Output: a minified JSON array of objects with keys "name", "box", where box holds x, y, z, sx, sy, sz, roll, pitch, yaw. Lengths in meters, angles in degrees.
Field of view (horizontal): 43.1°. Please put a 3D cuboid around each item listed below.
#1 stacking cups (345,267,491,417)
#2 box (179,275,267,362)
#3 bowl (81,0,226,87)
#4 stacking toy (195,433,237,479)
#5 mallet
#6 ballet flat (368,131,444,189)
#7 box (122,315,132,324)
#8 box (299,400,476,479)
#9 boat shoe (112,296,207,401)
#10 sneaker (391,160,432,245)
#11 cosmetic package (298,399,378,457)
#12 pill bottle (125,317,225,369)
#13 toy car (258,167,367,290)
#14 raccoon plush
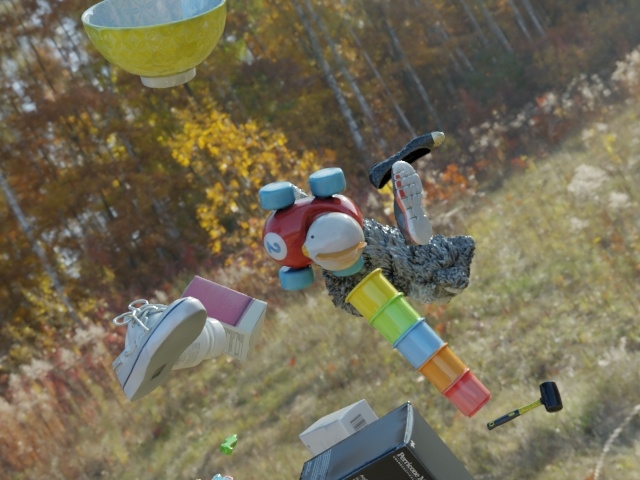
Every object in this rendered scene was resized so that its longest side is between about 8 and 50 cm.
[{"name":"stacking cups","box":[0.184,0.197,1.515,0.096,0.316,0.096,-41,-10,-9]},{"name":"box","box":[-0.287,0.226,2.332,0.148,0.232,0.127,104,-171,-47]},{"name":"bowl","box":[-0.327,-0.407,1.662,0.289,0.156,0.289,-5,33,3]},{"name":"stacking toy","box":[-0.229,0.553,1.764,0.221,0.052,0.167,-50,-27,-62]},{"name":"mallet","box":[0.433,0.356,1.738,0.039,0.062,0.190,25,-40,-34]},{"name":"ballet flat","box":[0.174,-0.158,1.605,0.173,0.049,0.057,-33,-31,11]},{"name":"box","box":[-0.505,0.233,2.333,0.081,0.028,0.136,12,-4,10]},{"name":"box","box":[0.119,0.368,1.052,0.184,0.261,0.103,-34,12,22]},{"name":"boat shoe","box":[-0.359,0.190,1.688,0.136,0.156,0.367,-28,-17,-39]},{"name":"sneaker","box":[0.148,-0.062,1.452,0.061,0.158,0.065,-6,-11,-34]},{"name":"cosmetic package","box":[0.130,0.589,1.978,0.097,0.377,0.284,-32,-5,-31]},{"name":"pill bottle","box":[-0.346,0.247,1.967,0.131,0.131,0.229,-31,-18,34]},{"name":"toy car","box":[0.000,0.000,1.582,0.210,0.219,0.238,-16,19,-8]},{"name":"raccoon plush","box":[0.132,0.019,1.770,0.299,0.446,0.216,-16,55,39]}]
